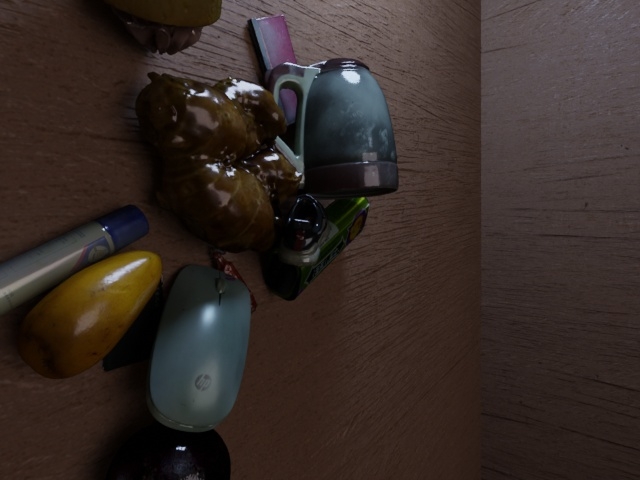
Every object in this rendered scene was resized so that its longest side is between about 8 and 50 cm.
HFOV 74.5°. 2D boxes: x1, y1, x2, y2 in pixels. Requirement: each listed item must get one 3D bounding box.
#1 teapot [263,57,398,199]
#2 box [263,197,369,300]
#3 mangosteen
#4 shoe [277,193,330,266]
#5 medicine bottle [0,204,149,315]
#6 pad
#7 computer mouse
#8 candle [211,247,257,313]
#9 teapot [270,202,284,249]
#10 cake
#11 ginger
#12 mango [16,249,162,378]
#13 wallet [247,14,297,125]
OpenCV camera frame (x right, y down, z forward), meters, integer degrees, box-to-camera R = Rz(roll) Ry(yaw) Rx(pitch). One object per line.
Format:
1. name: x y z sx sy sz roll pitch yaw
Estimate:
1. teapot: 0.015 -0.255 0.951 0.314 0.233 0.312 -4 89 -27
2. box: 0.000 0.000 1.040 0.345 0.097 0.134 -43 153 -45
3. mangosteen: -0.237 0.406 0.668 0.194 0.194 0.231 22 53 -52
4. shoe: -0.027 -0.043 0.890 0.228 0.099 0.112 -75 175 -52
5. medicine bottle: -0.356 0.019 0.599 0.231 0.059 0.059 -41 123 -44
6. pad: -0.314 0.130 0.710 0.112 0.003 0.157 -5 96 -54
7. computer mouse: -0.196 0.169 0.718 0.159 0.097 0.289 23 54 -23
8. candle: -0.176 0.080 0.859 0.048 0.053 0.162 -54 130 -44
9. teapot: -0.114 -0.041 0.910 0.098 0.078 0.129 -20 107 -52
10. cake: -0.252 -0.375 0.641 0.178 0.185 0.208 -65 179 33
11. ginger: -0.167 -0.128 0.768 0.274 0.152 0.358 -31 115 -46
12. mango: -0.311 0.093 0.596 0.112 0.145 0.219 44 50 -3
13. wallet: -0.088 -0.391 0.971 0.119 0.025 0.232 -41 124 -44
